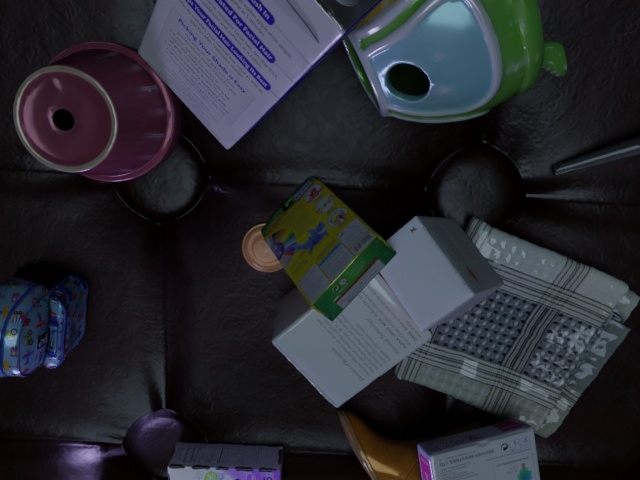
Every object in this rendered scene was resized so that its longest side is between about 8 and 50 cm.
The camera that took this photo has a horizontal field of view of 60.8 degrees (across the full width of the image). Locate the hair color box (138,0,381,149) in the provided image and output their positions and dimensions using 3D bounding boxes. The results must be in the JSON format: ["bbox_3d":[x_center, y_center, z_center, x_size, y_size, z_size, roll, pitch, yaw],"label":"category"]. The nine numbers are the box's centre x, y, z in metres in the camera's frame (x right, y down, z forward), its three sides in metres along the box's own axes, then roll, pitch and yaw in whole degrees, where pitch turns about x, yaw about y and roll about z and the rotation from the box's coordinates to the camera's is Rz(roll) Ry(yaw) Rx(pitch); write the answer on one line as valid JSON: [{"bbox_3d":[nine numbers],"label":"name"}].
[{"bbox_3d":[-0.087,-0.257,0.646,0.185,0.339,0.110,48,64,-12],"label":"hair color box"}]

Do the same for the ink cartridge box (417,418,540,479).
[{"bbox_3d":[0.268,0.464,0.875,0.185,0.065,0.311,-8,89,-14],"label":"ink cartridge box"}]

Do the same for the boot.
[{"bbox_3d":[0.185,0.371,0.953,0.211,0.104,0.295,-33,86,-10],"label":"boot"}]

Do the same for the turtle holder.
[{"bbox_3d":[0.138,-0.280,0.651,0.227,0.320,0.243,-26,66,7],"label":"turtle holder"}]

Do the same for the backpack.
[{"bbox_3d":[-0.448,0.132,0.836,0.116,0.173,0.158,13,105,-3],"label":"backpack"}]

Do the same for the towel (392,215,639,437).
[{"bbox_3d":[0.324,0.159,0.902,0.324,0.056,0.312,23,105,-7],"label":"towel"}]

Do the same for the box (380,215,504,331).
[{"bbox_3d":[0.170,0.043,0.782,0.091,0.170,0.130,-42,70,25],"label":"box"}]

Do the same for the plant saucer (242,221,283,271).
[{"bbox_3d":[-0.086,0.012,0.882,0.083,0.013,0.084,0,105,0],"label":"plant saucer"}]

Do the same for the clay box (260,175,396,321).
[{"bbox_3d":[0.000,0.000,0.784,0.127,0.222,0.053,-47,126,5],"label":"clay box"}]

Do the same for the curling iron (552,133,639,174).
[{"bbox_3d":[0.487,-0.149,0.815,0.274,0.068,0.035,-22,106,12],"label":"curling iron"}]

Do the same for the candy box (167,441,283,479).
[{"bbox_3d":[-0.168,0.455,0.981,0.196,0.070,0.165,2,106,-1],"label":"candy box"}]

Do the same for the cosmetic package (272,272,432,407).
[{"bbox_3d":[0.044,0.118,0.841,0.183,0.151,0.151,-40,103,12],"label":"cosmetic package"}]

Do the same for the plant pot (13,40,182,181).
[{"bbox_3d":[-0.308,-0.170,0.745,0.201,0.180,0.201,0,107,0],"label":"plant pot"}]
